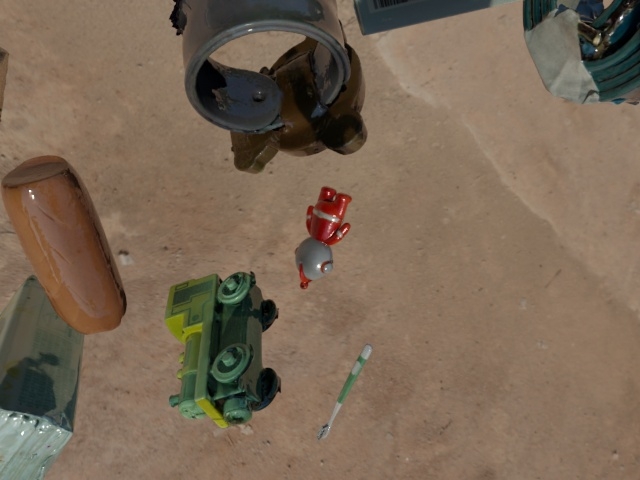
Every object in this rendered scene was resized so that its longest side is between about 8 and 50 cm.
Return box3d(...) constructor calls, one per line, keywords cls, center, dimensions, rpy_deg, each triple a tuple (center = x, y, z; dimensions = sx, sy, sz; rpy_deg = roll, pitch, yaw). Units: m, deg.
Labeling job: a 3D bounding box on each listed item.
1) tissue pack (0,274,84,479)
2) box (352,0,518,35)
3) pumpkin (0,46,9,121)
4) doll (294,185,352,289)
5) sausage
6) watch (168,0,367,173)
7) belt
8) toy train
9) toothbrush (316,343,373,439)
box3d(cls="tissue pack", center=(-0.550, 0.282, 0.935), dimensions=(0.162, 0.388, 0.287), rpy_deg=(31, 100, -29))
box3d(cls="box", center=(0.170, -0.321, 0.593), dimensions=(0.135, 0.269, 0.079), rpy_deg=(-75, 152, -43))
box3d(cls="pumpkin", center=(-0.429, -0.158, 0.585), dimensions=(0.139, 0.317, 0.222), rpy_deg=(4, 113, -26))
box3d(cls="doll", center=(0.000, 0.000, 1.222), dimensions=(0.076, 0.142, 0.245), rpy_deg=(8, 103, -42))
box3d(cls="sausage", center=(-0.404, 0.021, 0.857), dimensions=(0.121, 0.121, 0.304), rpy_deg=(-24, 123, -23))
box3d(cls="watch", center=(-0.108, -0.305, 0.946), dimensions=(0.327, 0.335, 0.314), rpy_deg=(29, 47, -52))
box3d(cls="belt", center=(0.461, -0.405, 0.736), dimensions=(0.173, 0.300, 0.437), rpy_deg=(-7, 130, -32))
box3d(cls="toy train", center=(-0.214, 0.223, 1.104), dimensions=(0.237, 0.369, 0.150), rpy_deg=(-19, 129, 10))
box3d(cls="toothbrush", center=(0.046, 0.305, 1.050), dimensions=(0.024, 0.018, 0.257), rpy_deg=(-2, 124, -45))
